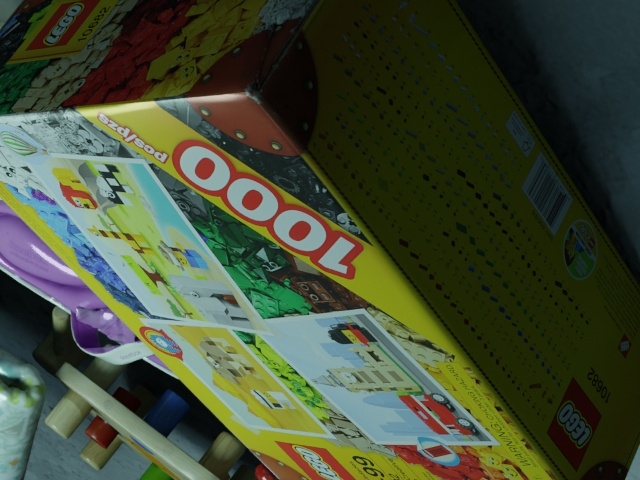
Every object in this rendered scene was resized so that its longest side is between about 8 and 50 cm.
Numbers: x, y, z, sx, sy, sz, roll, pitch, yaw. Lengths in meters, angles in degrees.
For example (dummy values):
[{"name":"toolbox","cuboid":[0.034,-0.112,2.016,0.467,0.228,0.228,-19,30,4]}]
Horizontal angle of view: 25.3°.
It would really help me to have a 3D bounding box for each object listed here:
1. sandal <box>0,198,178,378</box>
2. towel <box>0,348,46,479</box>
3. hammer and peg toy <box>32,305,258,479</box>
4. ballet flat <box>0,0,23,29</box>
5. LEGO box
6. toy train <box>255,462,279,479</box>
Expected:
[{"name":"sandal","cuboid":[-0.230,0.068,1.526,0.416,0.102,0.169,22,131,29]},{"name":"towel","cuboid":[-0.528,0.180,1.775,0.374,0.090,0.320,28,145,2]},{"name":"hammer and peg toy","cuboid":[-0.246,0.231,1.773,0.361,0.127,0.266,35,165,15]},{"name":"ballet flat","cuboid":[-0.394,-0.241,1.381,0.409,0.147,0.147,24,146,23]},{"name":"LEGO box","cuboid":[0.000,0.000,1.142,0.372,0.193,0.500,0,139,44]},{"name":"toy train","cuboid":[-0.062,0.199,1.575,0.143,0.105,0.248,38,175,27]}]
